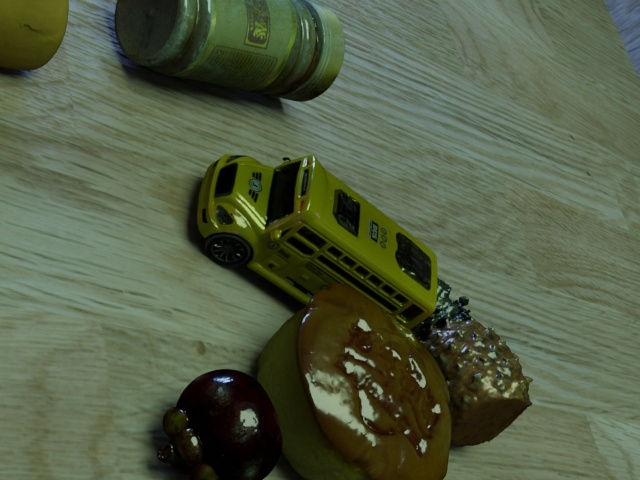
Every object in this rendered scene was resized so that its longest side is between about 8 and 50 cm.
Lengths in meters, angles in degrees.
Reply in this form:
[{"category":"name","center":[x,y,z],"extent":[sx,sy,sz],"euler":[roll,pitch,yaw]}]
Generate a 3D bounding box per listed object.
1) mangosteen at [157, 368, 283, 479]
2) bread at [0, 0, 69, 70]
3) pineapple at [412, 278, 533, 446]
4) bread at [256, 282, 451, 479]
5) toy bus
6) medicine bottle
[{"category":"mangosteen","center":[-0.110,0.205,1.150],"extent":[0.140,0.140,0.140],"euler":[32,40,-31]},{"category":"bread","center":[-0.377,-0.274,1.219],"extent":[0.217,0.098,0.147],"euler":[4,90,-46]},{"category":"pineapple","center":[0.183,0.150,1.556],"extent":[0.158,0.158,0.278],"euler":[17,36,-43]},{"category":"bread","center":[0.047,0.191,1.320],"extent":[0.270,0.148,0.270],"euler":[31,40,-30]},{"category":"toy bus","center":[0.000,0.000,1.426],"extent":[0.331,0.151,0.145],"euler":[36,40,-28]},{"category":"medicine bottle","center":[-0.122,-0.290,1.526],"extent":[0.322,0.151,0.151],"euler":[3,59,-50]}]
